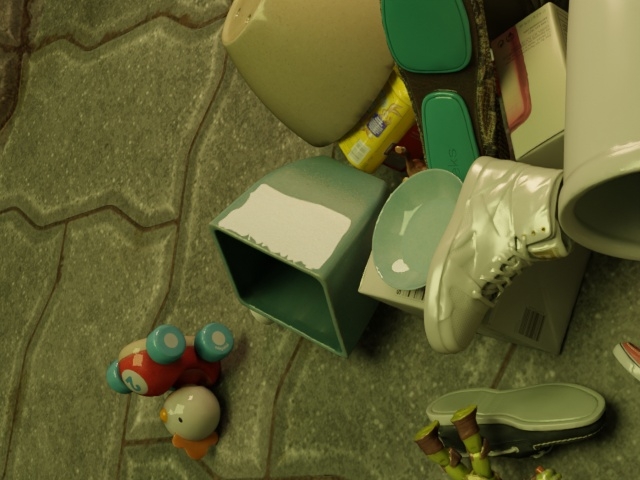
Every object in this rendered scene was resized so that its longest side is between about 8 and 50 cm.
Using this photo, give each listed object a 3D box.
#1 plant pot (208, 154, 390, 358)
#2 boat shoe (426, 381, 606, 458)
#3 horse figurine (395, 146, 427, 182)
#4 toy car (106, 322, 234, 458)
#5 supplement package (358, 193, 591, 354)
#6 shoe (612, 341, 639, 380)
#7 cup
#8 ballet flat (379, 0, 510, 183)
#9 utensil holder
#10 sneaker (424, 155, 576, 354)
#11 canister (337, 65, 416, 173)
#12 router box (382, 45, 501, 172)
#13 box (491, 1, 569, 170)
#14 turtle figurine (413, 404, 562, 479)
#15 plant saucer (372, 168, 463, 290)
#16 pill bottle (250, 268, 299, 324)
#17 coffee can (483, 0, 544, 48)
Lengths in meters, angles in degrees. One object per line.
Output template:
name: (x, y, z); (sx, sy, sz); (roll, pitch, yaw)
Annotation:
plant pot: (0.000, 0.000, 2.143); (0.248, 0.247, 0.252); (25, 63, 28)
boat shoe: (0.297, 0.274, 1.837); (0.302, 0.114, 0.091); (-4, 115, 48)
horse figurine: (0.159, -0.057, 2.112); (0.066, 0.174, 0.263); (13, 97, 25)
toy car: (-0.277, 0.308, 2.411); (0.219, 0.210, 0.238); (-37, 60, 47)
supplement package: (0.235, 0.049, 1.934); (0.293, 0.177, 0.175); (12, 82, 51)
shoe: (0.482, 0.174, 1.689); (0.081, 0.063, 0.178); (-57, 46, 12)
cup: (-0.031, -0.363, 2.183); (0.331, 0.237, 0.331); (-46, 29, 35)
ballet flat: (0.207, -0.273, 1.942); (0.164, 0.483, 0.182); (3, 37, 30)
utensil holder: (0.485, -0.202, 1.654); (0.327, 0.327, 0.385); (-18, 57, 44)
sneaker: (0.255, 0.026, 1.711); (0.169, 0.108, 0.292); (10, 78, 41)
canister: (0.105, -0.215, 2.156); (0.170, 0.073, 0.126); (-51, 41, 23)
router box: (0.188, -0.342, 2.241); (0.301, 0.082, 0.335); (-39, 48, 32)
box: (0.371, -0.222, 1.922); (0.127, 0.148, 0.232); (-31, 51, 37)
turtle figurine: (0.224, 0.359, 1.801); (0.269, 0.087, 0.217); (-32, 92, 45)
plant saucer: (0.161, -0.012, 1.877); (0.195, 0.037, 0.195); (-25, 54, 39)
pill bottle: (-0.061, 0.096, 2.330); (0.152, 0.086, 0.086); (-38, 48, 33)
coffee can: (0.295, -0.484, 2.035); (0.201, 0.201, 0.275); (-9, 50, 47)
